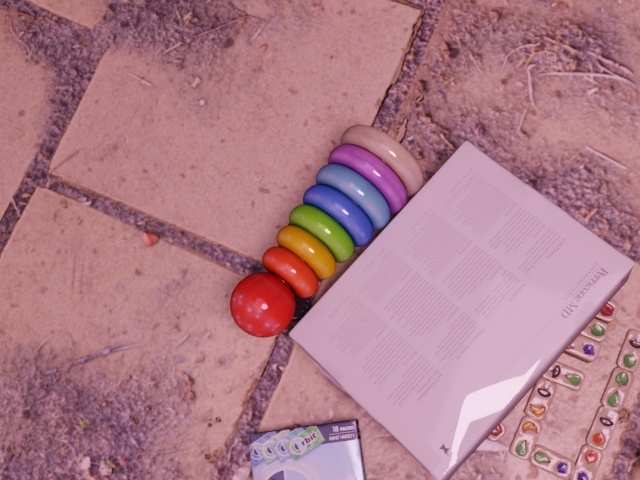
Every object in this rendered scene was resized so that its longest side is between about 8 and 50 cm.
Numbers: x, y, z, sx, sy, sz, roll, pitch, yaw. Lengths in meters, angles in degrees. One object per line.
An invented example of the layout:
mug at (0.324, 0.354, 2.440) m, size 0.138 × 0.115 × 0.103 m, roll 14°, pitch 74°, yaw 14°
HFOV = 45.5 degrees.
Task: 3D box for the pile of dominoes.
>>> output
pile of dominoes at (0.327, 0.190, 1.057) m, size 0.196 × 0.040 × 0.251 m, roll 23°, pitch 82°, yaw 12°

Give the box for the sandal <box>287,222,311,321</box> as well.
sandal at (-0.030, 0.036, 1.136) m, size 0.067 × 0.040 × 0.179 m, roll 13°, pitch 71°, yaw 2°

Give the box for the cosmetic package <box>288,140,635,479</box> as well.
cosmetic package at (0.188, 0.092, 1.049) m, size 0.377 × 0.097 × 0.284 m, roll -47°, pitch 65°, yaw -2°

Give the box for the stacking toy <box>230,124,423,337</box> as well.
stacking toy at (0.000, 0.000, 1.069) m, size 0.141 × 0.141 × 0.330 m, roll 35°, pitch 77°, yaw 13°

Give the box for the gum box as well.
gum box at (-0.012, 0.354, 1.070) m, size 0.157 × 0.041 × 0.184 m, roll -10°, pitch 78°, yaw 6°
